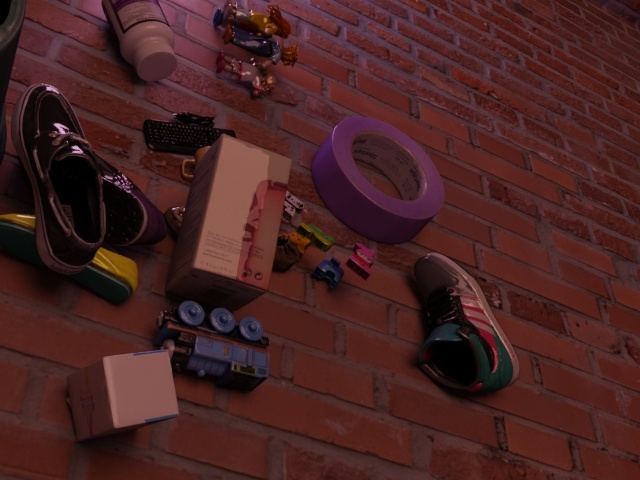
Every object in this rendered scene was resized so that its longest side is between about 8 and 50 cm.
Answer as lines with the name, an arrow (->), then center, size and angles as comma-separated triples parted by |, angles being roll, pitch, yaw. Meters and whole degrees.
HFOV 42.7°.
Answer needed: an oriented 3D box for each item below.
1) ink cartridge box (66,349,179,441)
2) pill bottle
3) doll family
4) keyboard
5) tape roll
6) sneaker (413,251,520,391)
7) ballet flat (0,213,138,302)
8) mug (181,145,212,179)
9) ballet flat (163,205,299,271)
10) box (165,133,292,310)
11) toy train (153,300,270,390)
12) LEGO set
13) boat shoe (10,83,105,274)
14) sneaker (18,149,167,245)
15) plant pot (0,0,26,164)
ink cartridge box -> -0.264, 0.205, 1.071 | 0.092, 0.143, 0.089 | -3, 73, -39
pill bottle -> -0.345, -0.405, 1.581 | 0.108, 0.108, 0.193 | -3, 56, -39
doll family -> -0.130, -0.432, 1.760 | 0.163, 0.118, 0.262 | 16, 45, -26
keyboard -> -0.239, -0.207, 1.536 | 0.192, 0.038, 0.100 | 3, 52, -37
tape roll -> 0.121, -0.128, 1.697 | 0.275, 0.090, 0.274 | 20, 43, -20
sneaker -> 0.231, 0.157, 1.502 | 0.178, 0.124, 0.295 | -8, 60, -52
ballet flat -> -0.371, 0.012, 1.207 | 0.231, 0.077, 0.077 | 31, 42, -21
mug -> -0.204, -0.124, 1.483 | 0.062, 0.078, 0.064 | 44, 36, -51
ballet flat -> -0.147, -0.011, 1.410 | 0.250, 0.058, 0.084 | 21, 43, -21
box -> -0.145, -0.024, 1.300 | 0.127, 0.149, 0.232 | 19, 66, -20
toy train -> -0.161, 0.160, 1.231 | 0.184, 0.080, 0.105 | 18, 51, -24
LEGO set -> 0.000, 0.000, 1.496 | 0.227, 0.087, 0.093 | 38, 37, 7
boat shoe -> -0.362, -0.107, 1.157 | 0.108, 0.102, 0.301 | 6, 60, -40
sneaker -> -0.362, -0.083, 1.307 | 0.283, 0.107, 0.124 | 42, 8, 17
plant pot -> -0.544, -0.239, 1.051 | 0.341, 0.334, 0.341 | 16, 58, -28
